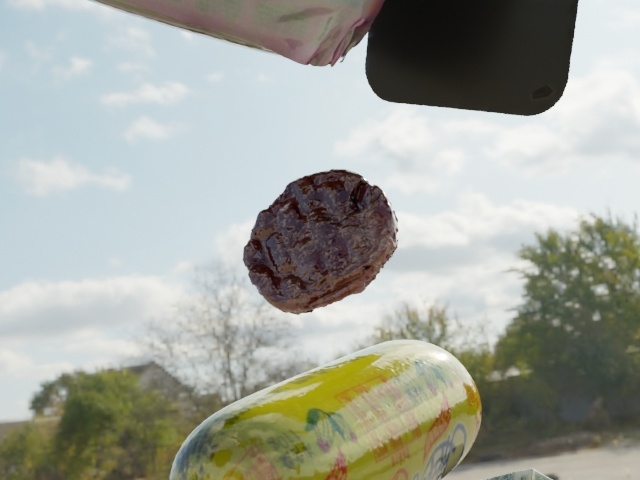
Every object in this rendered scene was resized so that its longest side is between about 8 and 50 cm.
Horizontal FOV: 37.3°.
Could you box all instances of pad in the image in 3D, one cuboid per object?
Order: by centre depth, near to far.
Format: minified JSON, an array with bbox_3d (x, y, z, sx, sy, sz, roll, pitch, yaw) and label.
[{"bbox_3d":[0.149,-0.329,1.013,0.315,0.375,0.063,13,12,35],"label":"pad"}]

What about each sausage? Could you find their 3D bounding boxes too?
[{"bbox_3d":[0.016,0.152,0.702,0.123,0.123,0.347,-16,-2,35],"label":"sausage"}]

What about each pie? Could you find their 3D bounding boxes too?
[{"bbox_3d":[0.000,0.000,0.879,0.154,0.153,0.038,-11,-35,18],"label":"pie"}]

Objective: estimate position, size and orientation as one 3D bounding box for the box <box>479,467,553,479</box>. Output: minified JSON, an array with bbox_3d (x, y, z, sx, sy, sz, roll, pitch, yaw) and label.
[{"bbox_3d":[0.171,0.226,0.831,0.054,0.024,0.083,34,-38,-23],"label":"box"}]

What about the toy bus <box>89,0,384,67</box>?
[{"bbox_3d":[-0.115,-0.290,0.954,0.386,0.162,0.171,16,17,-1],"label":"toy bus"}]
